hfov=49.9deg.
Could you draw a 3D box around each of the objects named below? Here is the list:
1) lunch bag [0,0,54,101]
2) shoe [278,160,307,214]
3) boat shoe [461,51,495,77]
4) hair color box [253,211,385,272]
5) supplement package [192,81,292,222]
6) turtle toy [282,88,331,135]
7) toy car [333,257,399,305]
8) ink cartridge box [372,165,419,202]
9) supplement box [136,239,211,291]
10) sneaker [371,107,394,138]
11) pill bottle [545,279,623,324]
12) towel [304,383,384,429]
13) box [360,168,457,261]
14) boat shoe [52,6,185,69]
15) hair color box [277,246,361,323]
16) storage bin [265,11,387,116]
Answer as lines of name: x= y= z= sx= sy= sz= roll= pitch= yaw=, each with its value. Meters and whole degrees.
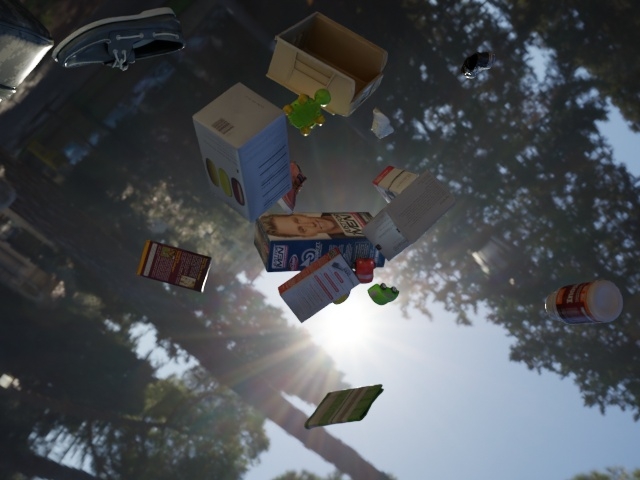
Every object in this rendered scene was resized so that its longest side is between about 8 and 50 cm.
lunch bag: x=-0.524 y=-0.258 z=0.817 sx=0.256 sy=0.305 sz=0.212 roll=-46 pitch=178 yaw=7
shoe: x=-0.076 y=-0.140 z=1.753 sx=0.081 sy=0.063 sz=0.178 roll=-34 pitch=-145 yaw=10
boat shoe: x=0.350 y=-0.405 z=1.571 sx=0.142 sy=0.040 sz=0.049 roll=-175 pitch=-91 yaw=-77
hair color box: x=0.000 y=0.000 z=1.955 sx=0.174 sy=0.347 sz=0.105 roll=-123 pitch=-144 yaw=-57
supplement package: x=-0.157 y=-0.179 z=1.447 sx=0.134 sy=0.139 sz=0.244 roll=-43 pitch=153 yaw=-24
turtle toy: x=-0.029 y=-0.338 z=1.762 sx=0.130 sy=0.095 sz=0.066 roll=-33 pitch=-156 yaw=21
toy car: x=0.138 y=0.146 z=1.995 sx=0.239 sy=0.225 sz=0.053 roll=-39 pitch=-138 yaw=42
ink cartridge box: x=0.312 y=-0.162 z=2.468 sx=0.100 sy=0.172 sz=0.237 roll=-44 pitch=-156 yaw=-4
supplement box: x=-0.413 y=0.071 z=1.943 sx=0.081 sy=0.188 sz=0.104 roll=-176 pitch=-77 yaw=-77
sneaker: x=0.196 y=-0.379 z=2.252 sx=0.061 sy=0.152 sz=0.053 roll=-38 pitch=-118 yaw=2
pill bottle: x=0.544 y=0.131 z=1.435 sx=0.086 sy=0.086 sz=0.152 roll=-56 pitch=-168 yaw=-20
towel: x=0.049 y=0.340 z=1.394 sx=0.152 sy=0.023 sz=0.113 roll=-20 pitch=-164 yaw=40
box: x=0.229 y=-0.063 z=1.800 sx=0.182 sy=0.119 sz=0.181 roll=-41 pitch=177 yaw=-24
boat shoe: x=-0.462 y=-0.457 z=1.612 sx=0.319 sy=0.099 sz=0.116 roll=-29 pitch=179 yaw=-32
hair color box: x=-0.003 y=0.102 z=1.575 sx=0.167 sy=0.093 sz=0.053 roll=-34 pitch=-159 yaw=4
storage bin: x=0.026 y=-0.487 z=1.904 sx=0.262 sy=0.260 sz=0.123 roll=-52 pitch=170 yaw=-51
